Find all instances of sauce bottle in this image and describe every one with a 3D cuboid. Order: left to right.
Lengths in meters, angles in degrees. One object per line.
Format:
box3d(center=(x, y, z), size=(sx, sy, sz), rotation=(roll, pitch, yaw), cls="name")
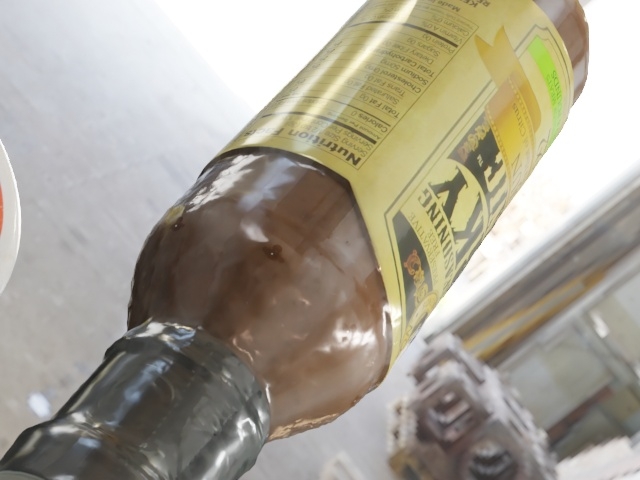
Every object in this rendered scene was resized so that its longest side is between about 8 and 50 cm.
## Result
box3d(center=(0.000, 0.000, 0.564), size=(0.111, 0.111, 0.344), rotation=(49, 51, -12), cls="sauce bottle")

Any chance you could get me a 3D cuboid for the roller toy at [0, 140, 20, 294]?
box3d(center=(-0.279, -0.015, 0.768), size=(0.191, 0.146, 0.209), rotation=(40, 39, -33), cls="roller toy")
